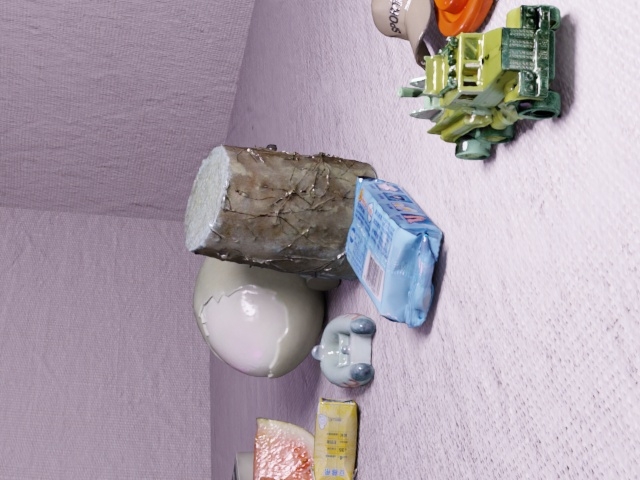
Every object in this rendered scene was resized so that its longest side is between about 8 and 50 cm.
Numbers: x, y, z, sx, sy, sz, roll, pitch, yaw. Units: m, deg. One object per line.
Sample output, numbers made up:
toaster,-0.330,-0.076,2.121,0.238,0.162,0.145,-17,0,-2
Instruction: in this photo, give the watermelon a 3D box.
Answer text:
watermelon,-0.035,0.490,1.835,0.128,0.159,0.303,58,-156,-59

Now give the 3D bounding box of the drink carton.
drink carton,0.024,0.385,1.699,0.074,0.084,0.200,129,143,-85

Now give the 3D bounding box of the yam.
yam,-0.060,-0.051,1.728,0.241,0.348,0.241,-172,90,-65

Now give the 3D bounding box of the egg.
egg,-0.128,0.138,1.996,0.336,0.278,0.278,-99,18,-55

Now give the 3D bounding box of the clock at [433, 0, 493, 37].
clock,0.194,-0.377,1.287,0.205,0.051,0.205,-175,90,-78

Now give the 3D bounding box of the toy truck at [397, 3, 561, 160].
toy truck,0.178,-0.181,1.109,0.259,0.135,0.128,160,113,-72

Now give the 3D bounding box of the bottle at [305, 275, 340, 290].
bottle,0.000,0.000,1.953,0.072,0.072,0.202,114,157,-55

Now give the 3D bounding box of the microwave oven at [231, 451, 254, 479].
microwave oven,-0.114,0.570,2.000,0.145,0.193,0.241,-101,18,-53

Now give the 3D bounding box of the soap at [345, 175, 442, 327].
soap,0.109,0.012,1.463,0.293,0.077,0.156,-117,35,-65

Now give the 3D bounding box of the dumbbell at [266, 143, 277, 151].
dumbbell,-0.120,-0.084,2.248,0.192,0.192,0.290,149,124,-74

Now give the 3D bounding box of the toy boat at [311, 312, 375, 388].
toy boat,0.039,0.198,1.711,0.207,0.078,0.134,155,116,-73

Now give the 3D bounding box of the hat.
hat,0.120,-0.328,1.411,0.147,0.085,0.175,82,-176,-45
